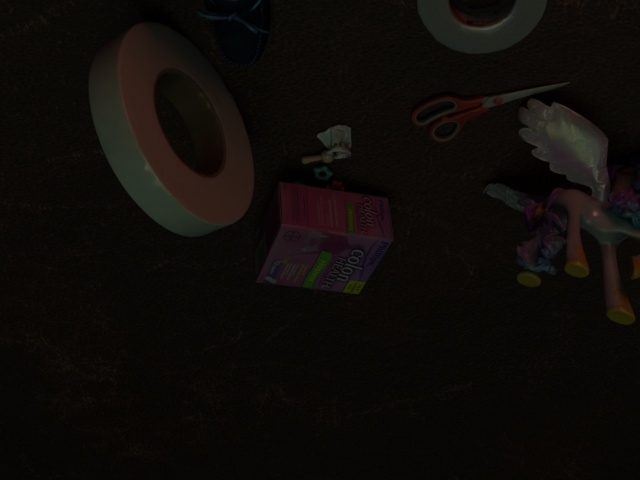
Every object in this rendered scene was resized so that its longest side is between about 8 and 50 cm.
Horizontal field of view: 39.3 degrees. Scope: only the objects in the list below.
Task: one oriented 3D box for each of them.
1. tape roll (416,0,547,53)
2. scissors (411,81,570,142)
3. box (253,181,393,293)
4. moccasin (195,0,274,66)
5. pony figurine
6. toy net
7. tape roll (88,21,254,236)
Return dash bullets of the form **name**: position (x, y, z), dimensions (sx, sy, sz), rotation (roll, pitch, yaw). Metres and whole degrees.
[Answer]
- **tape roll**: position (0.274, -0.429, 1.526), dimensions (0.219, 0.072, 0.219), rotation (3, 134, 3)
- **scissors**: position (0.318, -0.270, 1.714), dimensions (0.297, 0.021, 0.109), rotation (-22, 129, 26)
- **box**: position (0.000, 0.000, 1.904), dimensions (0.243, 0.117, 0.213), rotation (7, 143, -17)
- **moccasin**: position (-0.160, -0.437, 1.532), dimensions (0.137, 0.117, 0.342), rotation (-1, 134, 7)
- **pony figurine**: position (0.494, -0.059, 1.721), dimensions (0.351, 0.363, 0.303), rotation (22, 145, 5)
- **toy net**: position (0.012, -0.141, 1.859), dimensions (0.122, 0.045, 0.232), rotation (23, 132, -16)
- **tape roll**: position (-0.253, -0.198, 1.595), dimensions (0.072, 0.392, 0.392), rotation (-21, 129, 24)
